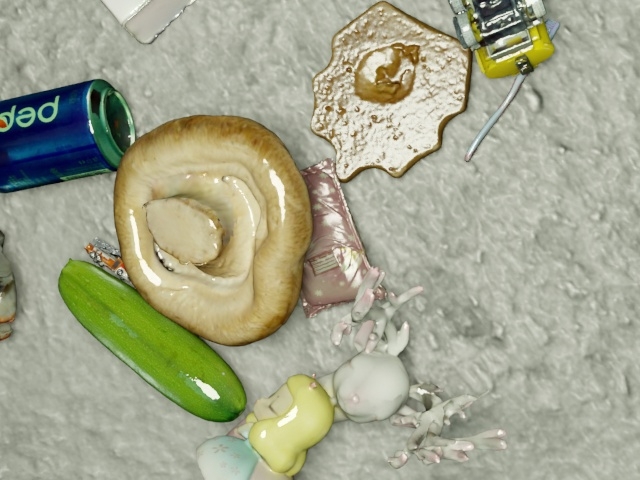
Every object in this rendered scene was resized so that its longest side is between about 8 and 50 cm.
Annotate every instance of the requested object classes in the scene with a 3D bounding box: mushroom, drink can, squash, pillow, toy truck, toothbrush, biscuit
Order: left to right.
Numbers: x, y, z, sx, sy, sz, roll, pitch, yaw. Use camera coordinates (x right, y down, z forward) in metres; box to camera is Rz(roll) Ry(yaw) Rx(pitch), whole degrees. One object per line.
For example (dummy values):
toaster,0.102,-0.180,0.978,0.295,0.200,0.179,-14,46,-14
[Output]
drink can,-0.343,-0.127,0.958,0.205,0.118,0.118,-10,89,9
toy truck,-0.266,0.027,0.993,0.083,0.024,0.032,32,67,11
squash,-0.211,0.126,0.955,0.293,0.082,0.082,36,96,11
mushroom,-0.122,-0.013,0.898,0.278,0.146,0.278,5,104,20
pillow,0.000,0.000,0.935,0.118,0.043,0.184,-21,86,23
biscuit,0.075,-0.166,0.924,0.182,0.034,0.215,31,98,9
toy truck,0.187,-0.299,0.862,0.098,0.114,0.226,-19,82,21
toothbrush,0.224,-0.176,0.907,0.019,0.013,0.193,33,96,15

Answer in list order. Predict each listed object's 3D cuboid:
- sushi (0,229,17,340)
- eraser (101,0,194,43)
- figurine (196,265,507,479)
sushi,-0.517,0.000,0.963,0.332,0.124,0.130,32,109,-13
eraser,-0.274,-0.397,0.958,0.130,0.086,0.287,-39,84,7
figurine,0.030,0.198,0.828,0.316,0.284,0.206,-43,85,-4
